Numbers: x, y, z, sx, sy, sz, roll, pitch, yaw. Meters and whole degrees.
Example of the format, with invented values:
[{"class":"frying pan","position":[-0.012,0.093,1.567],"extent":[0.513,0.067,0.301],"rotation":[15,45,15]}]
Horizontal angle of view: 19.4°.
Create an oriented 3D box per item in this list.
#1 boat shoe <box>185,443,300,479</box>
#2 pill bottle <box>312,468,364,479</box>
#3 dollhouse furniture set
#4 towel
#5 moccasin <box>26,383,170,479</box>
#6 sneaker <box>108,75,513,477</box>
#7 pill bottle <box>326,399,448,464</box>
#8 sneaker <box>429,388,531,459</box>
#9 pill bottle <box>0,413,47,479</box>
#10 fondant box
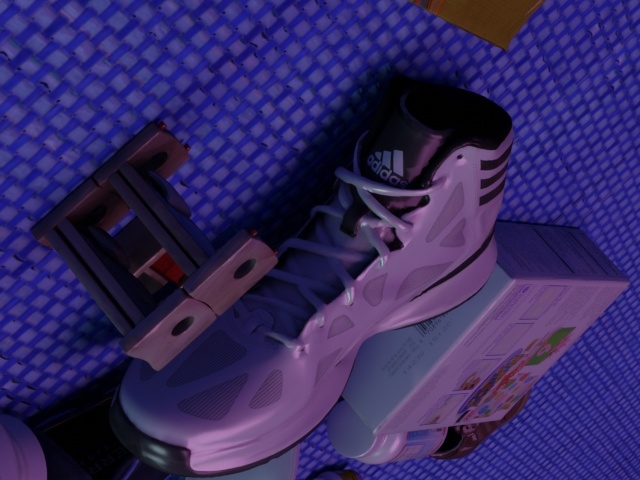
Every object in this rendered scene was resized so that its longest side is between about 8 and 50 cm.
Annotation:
[{"class":"boat shoe","position":[-0.079,0.280,1.967],"extent":[0.105,0.113,0.306],"rotation":[-44,148,-63]},{"class":"pill bottle","position":[0.018,0.301,2.273],"extent":[0.043,0.043,0.083],"rotation":[-49,157,18]},{"class":"dollhouse furniture set","position":[-0.104,0.019,1.448],"extent":[0.129,0.129,0.183],"rotation":[-42,157,2]},{"class":"towel","position":[0.138,-0.216,1.545],"extent":[0.102,0.021,0.237],"rotation":[-46,157,15]},{"class":"moccasin","position":[-0.244,0.200,1.600],"extent":[0.342,0.137,0.117],"rotation":[-40,158,-43]},{"class":"sneaker","position":[0.000,-0.001,1.592],"extent":[0.447,0.169,0.257],"rotation":[-35,149,-35]},{"class":"pill bottle","position":[0.075,0.210,2.141],"extent":[0.087,0.087,0.160],"rotation":[-49,156,19]},{"class":"sneaker","position":[0.200,0.218,2.383],"extent":[0.071,0.066,0.188],"rotation":[-12,144,-48]},{"class":"pill bottle","position":[-0.324,0.188,1.387],"extent":[0.146,0.146,0.264],"rotation":[-51,155,23]},{"class":"fondant box","position":[0.182,0.096,2.094],"extent":[0.238,0.096,0.330],"rotation":[-49,155,19]}]
